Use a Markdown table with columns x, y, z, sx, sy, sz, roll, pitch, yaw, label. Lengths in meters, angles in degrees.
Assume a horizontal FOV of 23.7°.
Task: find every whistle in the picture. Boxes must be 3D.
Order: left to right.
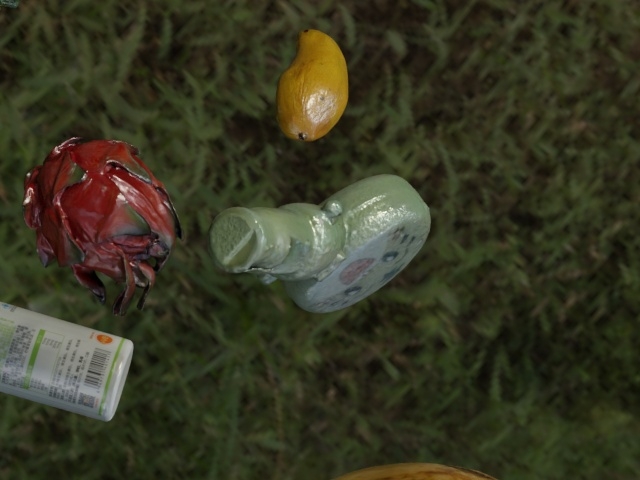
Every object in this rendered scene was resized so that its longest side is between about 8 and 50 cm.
| x | y | z | sx | sy | sz | roll | pitch | yaw | label |
| --- | --- | --- | --- | --- | --- | --- | --- | --- | --- |
| 0.000 | 0.000 | 1.120 | 0.126 | 0.067 | 0.258 | -45 | 160 | 21 | whistle |

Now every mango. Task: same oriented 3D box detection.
| x | y | z | sx | sy | sz | roll | pitch | yaw | label |
| --- | --- | --- | --- | --- | --- | --- | --- | --- | --- |
| -0.010 | -0.202 | 2.026 | 0.098 | 0.190 | 0.075 | 26 | 137 | -15 | mango |

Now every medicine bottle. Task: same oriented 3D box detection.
| x | y | z | sx | sy | sz | roll | pitch | yaw | label |
| --- | --- | --- | --- | --- | --- | --- | --- | --- | --- |
| -0.281 | 0.113 | 1.492 | 0.183 | 0.086 | 0.086 | 17 | 118 | -2 | medicine bottle |

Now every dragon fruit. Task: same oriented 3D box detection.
| x | y | z | sx | sy | sz | roll | pitch | yaw | label |
| --- | --- | --- | --- | --- | --- | --- | --- | --- | --- |
| -0.182 | -0.019 | 1.271 | 0.142 | 0.121 | 0.130 | 23 | 96 | -27 | dragon fruit |

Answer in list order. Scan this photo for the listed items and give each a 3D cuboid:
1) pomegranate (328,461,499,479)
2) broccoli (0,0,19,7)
| x | y | z | sx | sy | sz | roll | pitch | yaw | label |
| --- | --- | --- | --- | --- | --- | --- | --- | --- | --- |
| 0.038 | 0.208 | 0.634 | 0.215 | 0.215 | 0.215 | -21 | 134 | -24 | pomegranate |
| -0.362 | -0.364 | 1.346 | 0.338 | 0.317 | 0.277 | 40 | 78 | -25 | broccoli |
